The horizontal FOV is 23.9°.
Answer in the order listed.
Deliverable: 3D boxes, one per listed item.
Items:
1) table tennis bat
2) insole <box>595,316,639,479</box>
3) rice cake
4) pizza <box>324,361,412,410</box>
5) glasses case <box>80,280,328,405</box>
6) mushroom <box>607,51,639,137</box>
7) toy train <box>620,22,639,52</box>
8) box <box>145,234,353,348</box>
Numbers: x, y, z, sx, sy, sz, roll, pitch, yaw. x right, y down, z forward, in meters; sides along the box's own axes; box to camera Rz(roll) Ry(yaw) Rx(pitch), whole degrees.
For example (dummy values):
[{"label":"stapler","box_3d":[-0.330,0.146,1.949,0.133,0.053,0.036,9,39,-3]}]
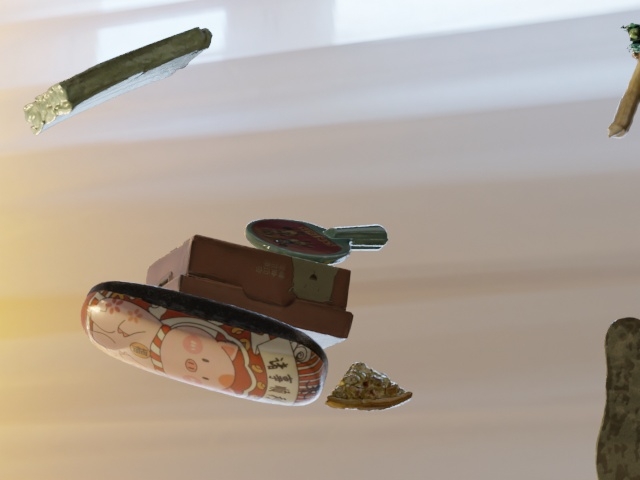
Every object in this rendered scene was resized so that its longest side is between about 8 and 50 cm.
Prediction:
[{"label":"table tennis bat","box_3d":[0.000,0.000,2.227,0.244,0.153,0.040,-3,-66,-38]},{"label":"insole","box_3d":[0.299,0.171,1.475,0.006,0.065,0.193,148,126,-73]},{"label":"rice cake","box_3d":[-0.230,-0.188,1.748,0.211,0.124,0.038,-28,-86,-35]},{"label":"pizza","box_3d":[0.054,0.189,2.022,0.109,0.123,0.026,-119,33,-55]},{"label":"glasses case","box_3d":[-0.122,0.108,1.578,0.103,0.266,0.067,91,-163,-53]},{"label":"mushroom","box_3d":[0.410,-0.198,1.934,0.060,0.061,0.187,73,-142,-61]},{"label":"toy train","box_3d":[0.330,-0.206,1.523,0.092,0.045,0.029,-10,-91,-71]},{"label":"box","box_3d":[-0.095,0.074,1.813,0.215,0.215,0.086,148,133,-65]}]
